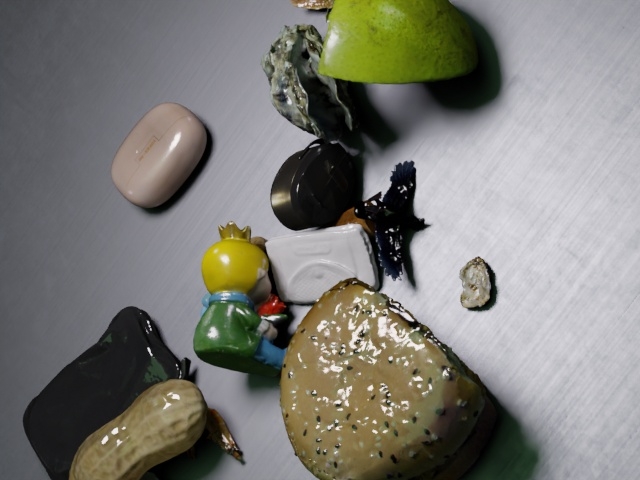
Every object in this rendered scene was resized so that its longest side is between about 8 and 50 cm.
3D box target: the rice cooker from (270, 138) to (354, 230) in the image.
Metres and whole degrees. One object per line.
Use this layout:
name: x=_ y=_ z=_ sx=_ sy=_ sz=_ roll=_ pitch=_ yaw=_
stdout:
rice cooker: x=-0.013 y=-0.090 z=1.873 sx=0.106 sy=0.112 sz=0.165 roll=-18 pitch=31 yaw=38

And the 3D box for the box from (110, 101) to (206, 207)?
box: x=-0.296 y=-0.156 z=2.083 sx=0.146 sy=0.088 sz=0.200 roll=42 pitch=99 yaw=31

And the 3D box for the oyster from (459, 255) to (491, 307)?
oyster: x=0.240 y=0.064 z=1.752 sx=0.054 sy=0.019 sz=0.083 roll=-5 pitch=75 yaw=30

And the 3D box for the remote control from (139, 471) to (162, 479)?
remote control: x=-0.336 y=0.490 z=1.938 sx=0.072 sy=0.042 sz=0.222 roll=41 pitch=98 yaw=34

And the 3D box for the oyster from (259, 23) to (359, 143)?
oyster: x=-0.026 y=-0.269 z=1.908 sx=0.351 sy=0.158 sz=0.162 roll=-128 pitch=30 yaw=-58

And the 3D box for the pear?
pear: x=0.141 y=-0.340 z=1.790 sx=0.239 sy=0.288 sz=0.139 roll=18 pitch=121 yaw=4

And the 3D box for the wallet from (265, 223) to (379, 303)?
wallet: x=0.002 y=0.042 z=1.858 sx=0.183 sy=0.032 sz=0.124 roll=-7 pitch=104 yaw=28

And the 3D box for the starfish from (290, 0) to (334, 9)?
starfish: x=0.058 y=-0.477 z=2.006 sx=0.247 sy=0.050 sz=0.138 roll=-6 pitch=72 yaw=21

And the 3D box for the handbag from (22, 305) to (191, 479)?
handbag: x=-0.378 y=0.272 z=2.009 sx=0.332 sy=0.075 sz=0.191 roll=-44 pitch=60 yaw=10

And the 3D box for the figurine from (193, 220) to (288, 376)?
figurine: x=-0.113 y=0.095 z=1.867 sx=0.127 sy=0.185 sz=0.234 roll=124 pitch=156 yaw=-56

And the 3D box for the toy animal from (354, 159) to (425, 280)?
toy animal: x=0.112 y=-0.040 z=1.813 sx=0.062 sy=0.108 sz=0.220 roll=-26 pitch=51 yaw=50

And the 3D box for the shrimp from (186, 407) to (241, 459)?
shrimp: x=-0.180 y=0.338 z=1.905 sx=0.127 sy=0.025 sz=0.091 roll=36 pitch=95 yaw=37

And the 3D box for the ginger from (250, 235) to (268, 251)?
ginger: x=-0.132 y=0.055 z=1.953 sx=0.057 sy=0.044 sz=0.137 roll=9 pitch=78 yaw=41

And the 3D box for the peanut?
peanut: x=-0.305 y=0.337 z=1.891 sx=0.298 sy=0.136 sz=0.120 roll=-38 pitch=66 yaw=11

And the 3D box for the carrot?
carrot: x=0.000 y=0.000 z=1.889 sx=0.210 sy=0.061 sz=0.061 roll=-24 pitch=65 yaw=26

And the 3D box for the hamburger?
hamburger: x=0.088 y=0.236 z=1.685 sx=0.318 sy=0.195 sz=0.277 roll=37 pitch=93 yaw=35
